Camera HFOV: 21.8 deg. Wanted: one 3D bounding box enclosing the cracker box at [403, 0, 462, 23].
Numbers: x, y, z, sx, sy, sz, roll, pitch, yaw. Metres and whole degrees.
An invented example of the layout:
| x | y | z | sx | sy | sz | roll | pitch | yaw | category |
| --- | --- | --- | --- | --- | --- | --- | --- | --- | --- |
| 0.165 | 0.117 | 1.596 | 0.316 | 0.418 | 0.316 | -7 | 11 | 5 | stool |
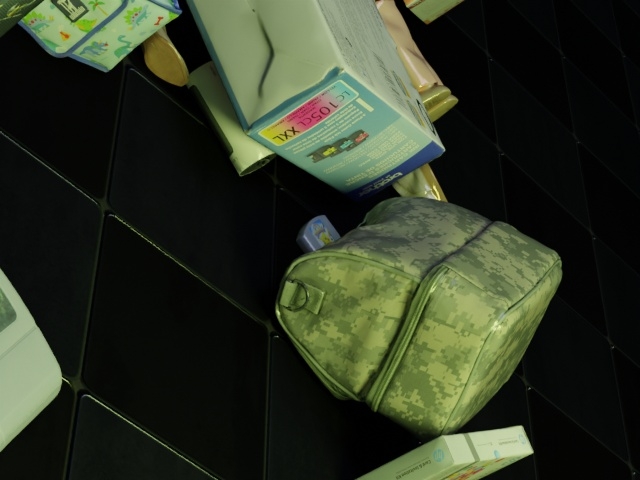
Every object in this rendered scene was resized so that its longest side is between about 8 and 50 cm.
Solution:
| x | y | z | sx | sy | sz | roll | pitch | yaw | category |
| --- | --- | --- | --- | --- | --- | --- | --- | --- | --- |
| 0.198 | -0.416 | 2.573 | 0.067 | 0.155 | 0.232 | 59 | 10 | 5 | cracker box |

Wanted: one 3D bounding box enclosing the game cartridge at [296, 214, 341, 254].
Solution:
| x | y | z | sx | sy | sz | roll | pitch | yaw | category |
| --- | --- | --- | --- | --- | --- | --- | --- | --- | --- |
| 0.000 | 0.000 | 2.038 | 0.056 | 0.017 | 0.083 | 51 | 28 | -3 | game cartridge |

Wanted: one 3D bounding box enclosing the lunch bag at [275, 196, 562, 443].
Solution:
| x | y | z | sx | sy | sz | roll | pitch | yaw | category |
| --- | --- | --- | --- | --- | --- | --- | --- | --- | --- |
| 0.111 | 0.070 | 1.931 | 0.256 | 0.213 | 0.305 | 31 | 25 | 14 | lunch bag |

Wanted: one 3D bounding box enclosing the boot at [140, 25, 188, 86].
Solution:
| x | y | z | sx | sy | sz | roll | pitch | yaw | category |
| --- | --- | --- | --- | --- | --- | --- | --- | --- | --- |
| -0.195 | -0.246 | 1.965 | 0.118 | 0.042 | 0.087 | 50 | 20 | -26 | boot |

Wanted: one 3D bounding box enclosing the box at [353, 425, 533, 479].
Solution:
| x | y | z | sx | sy | sz | roll | pitch | yaw | category |
| --- | --- | --- | --- | --- | --- | --- | --- | --- | --- |
| 0.130 | 0.254 | 1.838 | 0.186 | 0.145 | 0.038 | 3 | 61 | -58 | box |

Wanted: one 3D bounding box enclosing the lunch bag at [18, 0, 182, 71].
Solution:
| x | y | z | sx | sy | sz | roll | pitch | yaw | category |
| --- | --- | --- | --- | --- | --- | --- | --- | --- | --- |
| -0.248 | -0.263 | 1.802 | 0.151 | 0.129 | 0.096 | 22 | 42 | -48 | lunch bag |

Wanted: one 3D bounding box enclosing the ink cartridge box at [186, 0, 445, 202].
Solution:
| x | y | z | sx | sy | sz | roll | pitch | yaw | category |
| --- | --- | --- | --- | --- | --- | --- | --- | --- | --- |
| 0.004 | -0.218 | 2.075 | 0.395 | 0.151 | 0.270 | 26 | 37 | -61 | ink cartridge box |

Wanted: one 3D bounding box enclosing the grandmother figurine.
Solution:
| x | y | z | sx | sy | sz | roll | pitch | yaw | category |
| --- | --- | --- | --- | --- | --- | --- | --- | --- | --- |
| 0.076 | -0.335 | 2.435 | 0.342 | 0.104 | 0.208 | 60 | 1 | 14 | grandmother figurine |

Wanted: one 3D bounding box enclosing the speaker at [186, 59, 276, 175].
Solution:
| x | y | z | sx | sy | sz | roll | pitch | yaw | category |
| --- | --- | --- | --- | --- | --- | --- | --- | --- | --- |
| -0.106 | -0.147 | 1.982 | 0.136 | 0.055 | 0.055 | 60 | 28 | 5 | speaker |

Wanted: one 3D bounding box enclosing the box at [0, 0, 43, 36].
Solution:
| x | y | z | sx | sy | sz | roll | pitch | yaw | category |
| --- | --- | --- | --- | --- | --- | --- | --- | --- | --- |
| -0.342 | -0.224 | 1.555 | 0.059 | 0.183 | 0.232 | 56 | 27 | 0 | box |

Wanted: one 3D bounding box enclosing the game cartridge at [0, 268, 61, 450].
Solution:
| x | y | z | sx | sy | sz | roll | pitch | yaw | category |
| --- | --- | --- | --- | --- | --- | --- | --- | --- | --- |
| -0.347 | 0.050 | 1.402 | 0.294 | 0.060 | 0.196 | 53 | 24 | -7 | game cartridge |

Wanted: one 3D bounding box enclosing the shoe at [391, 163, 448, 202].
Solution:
| x | y | z | sx | sy | sz | roll | pitch | yaw | category |
| --- | --- | --- | --- | --- | --- | --- | --- | --- | --- |
| 0.173 | -0.005 | 2.283 | 0.219 | 0.058 | 0.076 | 60 | -3 | -2 | shoe |
